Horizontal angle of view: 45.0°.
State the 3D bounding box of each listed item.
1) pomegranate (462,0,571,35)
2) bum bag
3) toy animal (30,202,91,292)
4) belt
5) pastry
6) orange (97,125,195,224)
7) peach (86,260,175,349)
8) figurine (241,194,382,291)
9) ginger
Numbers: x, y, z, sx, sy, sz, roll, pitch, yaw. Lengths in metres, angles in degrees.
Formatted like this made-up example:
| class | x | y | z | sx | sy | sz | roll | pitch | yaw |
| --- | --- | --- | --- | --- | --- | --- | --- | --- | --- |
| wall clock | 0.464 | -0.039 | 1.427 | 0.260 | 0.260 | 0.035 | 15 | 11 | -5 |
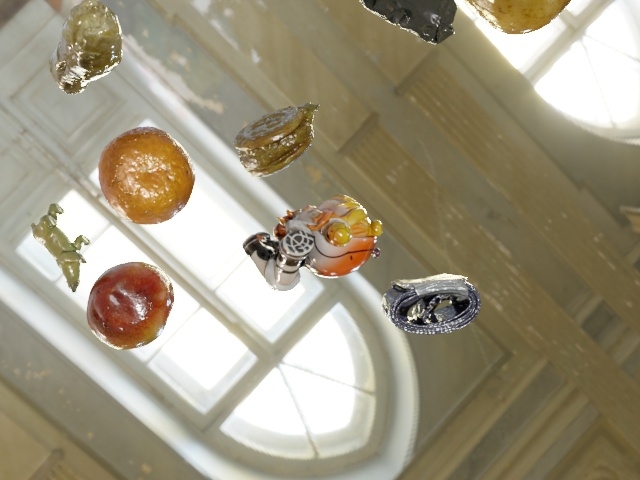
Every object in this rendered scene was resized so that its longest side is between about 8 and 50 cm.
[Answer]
| class | x | y | z | sx | sy | sz | roll | pitch | yaw |
| --- | --- | --- | --- | --- | --- | --- | --- | --- | --- |
| pomegranate | 0.273 | -0.395 | 1.098 | 0.196 | 0.196 | 0.196 | -44 | -170 | 10 |
| bum bag | 0.241 | -0.650 | 2.119 | 0.142 | 0.326 | 0.080 | -54 | 162 | -6 |
| toy animal | -0.652 | 0.019 | 1.949 | 0.101 | 0.219 | 0.103 | -40 | -179 | 14 |
| belt | 0.270 | 0.151 | 1.906 | 0.230 | 0.140 | 0.126 | -7 | -171 | -6 |
| pastry | -0.128 | -0.283 | 2.212 | 0.240 | 0.132 | 0.235 | 2 | -144 | 43 |
| orange | -0.340 | -0.125 | 1.512 | 0.193 | 0.193 | 0.161 | -50 | -162 | -24 |
| peach | -0.470 | 0.159 | 1.927 | 0.231 | 0.231 | 0.231 | -44 | -170 | 10 |
| figurine | 0.000 | 0.005 | 1.886 | 0.323 | 0.196 | 0.320 | -20 | -167 | -27 |
| ginger | -0.454 | -0.371 | 1.505 | 0.116 | 0.109 | 0.263 | -8 | 171 | -33 |
